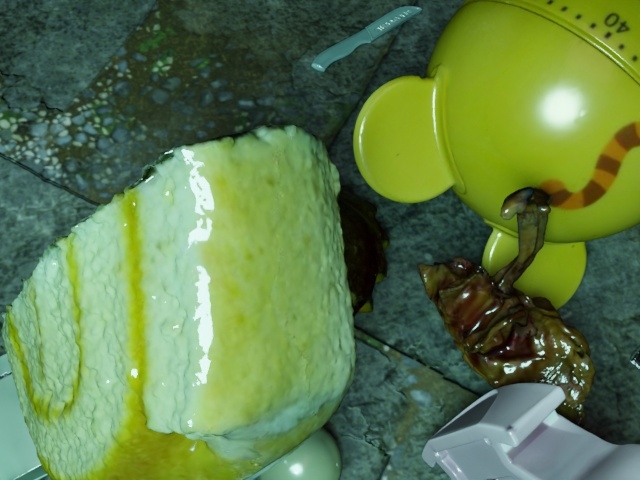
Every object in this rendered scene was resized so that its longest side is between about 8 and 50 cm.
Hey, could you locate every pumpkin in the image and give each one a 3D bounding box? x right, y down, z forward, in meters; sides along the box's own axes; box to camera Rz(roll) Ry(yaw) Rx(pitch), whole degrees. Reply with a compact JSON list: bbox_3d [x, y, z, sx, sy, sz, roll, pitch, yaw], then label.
[{"bbox_3d":[0.009,0.017,0.878,0.131,0.149,0.253,7,66,11],"label":"pumpkin"}]

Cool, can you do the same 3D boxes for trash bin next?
[{"bbox_3d":[-0.310,0.184,0.817,0.116,0.059,0.130,-26,70,-16],"label":"trash bin"}]

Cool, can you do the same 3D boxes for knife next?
[{"bbox_3d":[0.069,-0.306,1.130,0.210,0.015,0.028,-36,66,-22],"label":"knife"}]

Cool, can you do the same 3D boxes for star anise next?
[{"bbox_3d":[0.203,0.069,0.801,0.148,0.346,0.237,-30,48,-11],"label":"star anise"}]

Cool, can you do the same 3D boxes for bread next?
[{"bbox_3d":[-0.108,0.098,0.688,0.239,0.395,0.263,-13,76,-42],"label":"bread"}]

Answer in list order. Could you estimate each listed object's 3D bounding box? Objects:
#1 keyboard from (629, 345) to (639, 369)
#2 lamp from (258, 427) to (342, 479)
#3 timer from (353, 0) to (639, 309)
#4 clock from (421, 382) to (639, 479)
[{"bbox_3d":[0.491,0.202,0.923,0.072,0.023,0.231,-41,75,-20],"label":"keyboard"},{"bbox_3d":[-0.016,0.279,0.798,0.091,0.091,0.163,-7,81,-10],"label":"lamp"},{"bbox_3d":[0.260,-0.135,0.908,0.376,0.376,0.387,40,91,13],"label":"timer"},{"bbox_3d":[0.246,0.263,0.719,0.080,0.290,0.275,-34,77,-22],"label":"clock"}]
